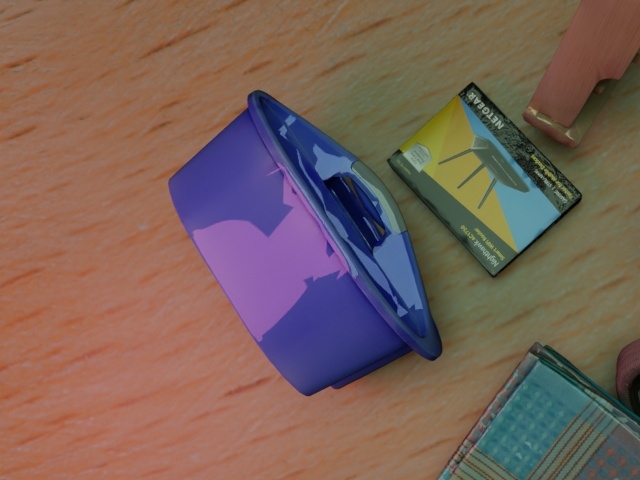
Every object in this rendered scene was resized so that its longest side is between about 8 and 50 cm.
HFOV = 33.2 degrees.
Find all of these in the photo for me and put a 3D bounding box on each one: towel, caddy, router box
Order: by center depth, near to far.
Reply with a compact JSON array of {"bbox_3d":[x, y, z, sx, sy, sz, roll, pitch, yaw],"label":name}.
[{"bbox_3d":[0.228,0.331,1.110,0.271,0.040,0.370,37,103,15],"label":"towel"},{"bbox_3d":[0.000,0.000,1.133,0.179,0.241,0.341,-36,78,10],"label":"caddy"},{"bbox_3d":[0.183,-0.067,1.201,0.133,0.046,0.179,-43,77,4],"label":"router box"}]

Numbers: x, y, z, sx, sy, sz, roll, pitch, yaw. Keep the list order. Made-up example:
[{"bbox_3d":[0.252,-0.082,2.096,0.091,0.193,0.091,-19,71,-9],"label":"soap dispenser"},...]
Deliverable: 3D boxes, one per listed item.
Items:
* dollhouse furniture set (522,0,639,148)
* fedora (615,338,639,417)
[{"bbox_3d":[0.434,-0.140,1.038,0.394,0.256,0.362,32,66,8],"label":"dollhouse furniture set"},{"bbox_3d":[0.434,0.162,1.053,0.275,0.244,0.124,27,59,31],"label":"fedora"}]
